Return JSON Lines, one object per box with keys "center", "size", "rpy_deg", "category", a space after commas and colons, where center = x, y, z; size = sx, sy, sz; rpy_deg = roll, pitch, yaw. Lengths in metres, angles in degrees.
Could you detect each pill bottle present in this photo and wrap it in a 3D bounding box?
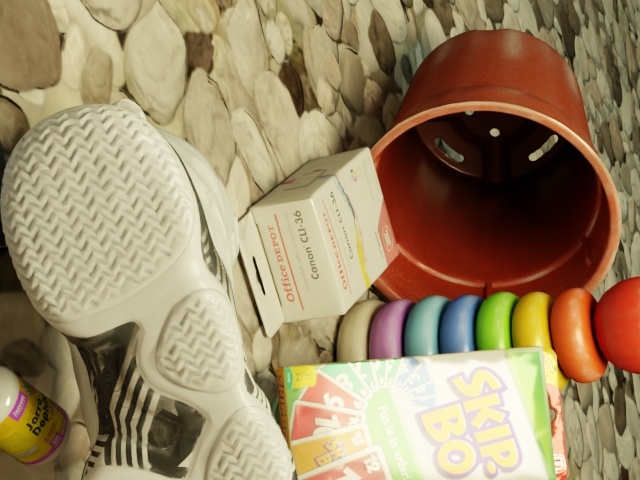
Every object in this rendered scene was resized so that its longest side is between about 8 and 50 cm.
{"center": [-0.195, 0.106, 0.842], "size": [0.083, 0.043, 0.043], "rpy_deg": [48, 40, -47], "category": "pill bottle"}

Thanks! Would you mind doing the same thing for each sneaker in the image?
{"center": [-0.095, 0.079, 0.880], "size": [0.210, 0.137, 0.366], "rpy_deg": [-91, 167, -76], "category": "sneaker"}

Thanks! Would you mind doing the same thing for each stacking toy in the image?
{"center": [0.188, 0.104, 1.289], "size": [0.141, 0.330, 0.141], "rpy_deg": [34, 51, -56], "category": "stacking toy"}

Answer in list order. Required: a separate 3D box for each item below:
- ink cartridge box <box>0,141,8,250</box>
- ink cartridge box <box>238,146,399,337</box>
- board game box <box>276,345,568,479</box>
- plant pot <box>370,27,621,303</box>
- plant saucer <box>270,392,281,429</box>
{"center": [-0.273, -0.141, 0.761], "size": [0.165, 0.065, 0.333], "rpy_deg": [-21, 99, -63], "category": "ink cartridge box"}
{"center": [0.000, 0.000, 1.250], "size": [0.198, 0.067, 0.115], "rpy_deg": [-44, 120, -59], "category": "ink cartridge box"}
{"center": [0.095, 0.160, 1.165], "size": [0.259, 0.039, 0.124], "rpy_deg": [-3, 84, -19], "category": "board game box"}
{"center": [0.182, -0.086, 1.457], "size": [0.265, 0.272, 0.272], "rpy_deg": [-73, 144, -56], "category": "plant pot"}
{"center": [-0.021, 0.180, 1.192], "size": [0.119, 0.021, 0.119], "rpy_deg": [33, 52, -57], "category": "plant saucer"}
